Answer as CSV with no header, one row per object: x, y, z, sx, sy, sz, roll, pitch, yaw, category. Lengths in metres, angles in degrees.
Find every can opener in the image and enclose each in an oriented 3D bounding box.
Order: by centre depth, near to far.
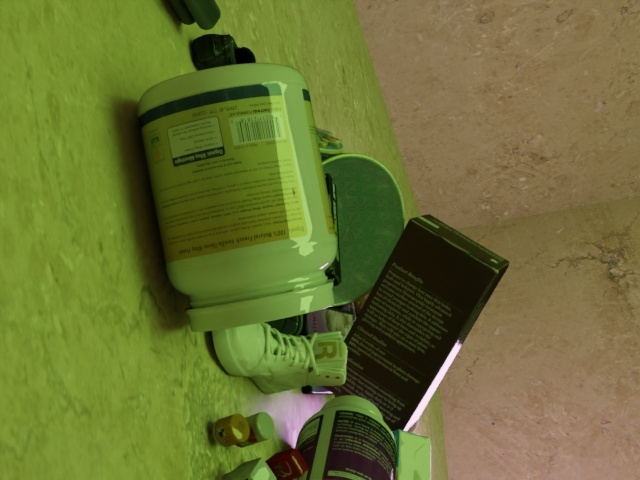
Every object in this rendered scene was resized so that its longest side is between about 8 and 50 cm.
-0.232,-0.393,1.300,0.093,0.074,0.280,-62,155,-11,can opener

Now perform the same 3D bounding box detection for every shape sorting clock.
-0.054,-0.203,1.633,0.206,0.206,0.040,-60,167,-71,shape sorting clock

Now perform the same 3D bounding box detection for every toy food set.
-0.092,0.342,1.282,0.232,0.104,0.111,58,32,-13,toy food set

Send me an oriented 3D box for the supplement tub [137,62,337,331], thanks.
-0.103,-0.053,1.181,0.228,0.228,0.316,-7,86,-77,supplement tub

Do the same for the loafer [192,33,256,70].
-0.144,-0.291,1.535,0.223,0.078,0.076,34,48,-73,loafer

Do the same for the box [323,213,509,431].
0.178,0.159,1.726,0.381,0.191,0.143,-62,163,17,box

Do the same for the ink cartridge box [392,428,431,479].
0.110,0.453,1.703,0.078,0.231,0.134,19,58,-25,ink cartridge box

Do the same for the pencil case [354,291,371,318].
0.142,0.116,2.298,0.160,0.167,0.386,-9,88,-42,pencil case

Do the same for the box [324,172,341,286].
-0.066,-0.002,1.388,0.045,0.190,0.184,60,22,-52,box

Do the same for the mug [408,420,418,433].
0.201,0.419,2.407,0.169,0.113,0.150,-74,153,-70,mug

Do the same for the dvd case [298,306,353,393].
0.018,0.223,1.844,0.253,0.022,0.180,21,62,-64,dvd case

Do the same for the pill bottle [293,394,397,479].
0.036,0.404,1.522,0.323,0.181,0.181,-72,149,-64,pill bottle

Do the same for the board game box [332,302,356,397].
0.071,0.318,2.062,0.208,0.056,0.347,-29,109,-72,board game box

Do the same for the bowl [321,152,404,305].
0.002,-0.034,1.720,0.156,0.289,0.289,21,-45,52,bowl

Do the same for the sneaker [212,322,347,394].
-0.047,0.162,1.392,0.292,0.169,0.108,50,34,-63,sneaker

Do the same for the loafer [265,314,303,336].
-0.080,0.036,1.554,0.084,0.096,0.267,-90,176,-77,loafer
